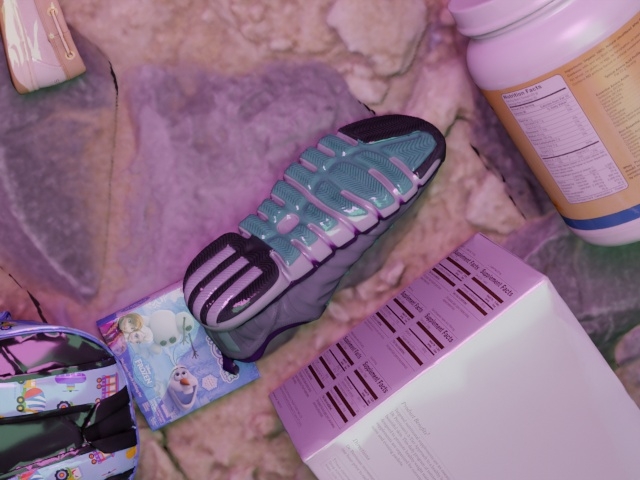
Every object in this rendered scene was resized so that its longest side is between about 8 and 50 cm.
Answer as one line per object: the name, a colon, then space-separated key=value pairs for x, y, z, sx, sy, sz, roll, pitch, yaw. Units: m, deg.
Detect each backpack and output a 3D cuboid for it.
backpack: x=-0.214 y=0.121 z=0.979 sx=0.173 sy=0.117 sz=0.158 roll=-11 pitch=105 yaw=-9

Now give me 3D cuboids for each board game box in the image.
board game box: x=-0.102 y=0.079 z=1.044 sx=0.090 sy=0.020 sz=0.090 roll=-27 pitch=107 yaw=-6

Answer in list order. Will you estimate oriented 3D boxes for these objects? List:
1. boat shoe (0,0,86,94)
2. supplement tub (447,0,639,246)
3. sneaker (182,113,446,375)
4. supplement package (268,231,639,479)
boat shoe: x=-0.190 y=-0.183 z=0.947 sx=0.059 sy=0.063 sz=0.170 roll=-12 pitch=114 yaw=-12
supplement tub: x=0.191 y=-0.112 z=0.996 sx=0.144 sy=0.144 sz=0.200 roll=-36 pitch=107 yaw=-2
sneaker: x=0.000 y=0.000 z=1.031 sx=0.223 sy=0.083 sz=0.098 roll=-37 pitch=145 yaw=-16
supplement package: x=0.108 y=0.140 z=1.034 sx=0.203 sy=0.149 sz=0.194 roll=-37 pitch=107 yaw=-2
